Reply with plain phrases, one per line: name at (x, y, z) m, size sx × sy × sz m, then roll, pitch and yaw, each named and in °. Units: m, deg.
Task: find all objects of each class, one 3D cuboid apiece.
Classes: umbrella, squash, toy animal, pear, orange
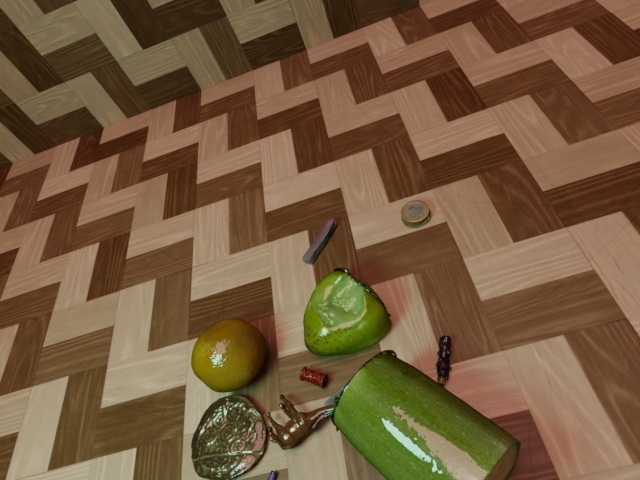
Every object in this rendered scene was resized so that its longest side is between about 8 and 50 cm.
umbrella at (0.351, 0.341, 1.295) m, size 0.040 × 0.037 × 0.144 m, roll -16°, pitch 45°, yaw 39°
squash at (0.237, 0.466, 1.100) m, size 0.384 × 0.263 × 0.263 m, roll 31°, pitch 70°, yaw 38°
toy animal at (-0.034, 0.501, 1.301) m, size 0.230 × 0.066 × 0.224 m, roll 13°, pitch 60°, yaw 41°
pear at (0.046, 0.236, 1.426) m, size 0.293 × 0.159 × 0.292 m, roll -12°, pitch 53°, yaw 16°
orange at (-0.285, 0.358, 1.426) m, size 0.236 × 0.236 × 0.236 m, roll -11°, pitch 51°, yaw 14°

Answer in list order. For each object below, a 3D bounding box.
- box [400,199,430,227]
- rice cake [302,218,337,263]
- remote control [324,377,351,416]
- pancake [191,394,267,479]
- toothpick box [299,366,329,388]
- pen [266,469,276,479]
box at (0.342, -0.095, 1.639) m, size 0.106 × 0.037 × 0.105 m, roll -12°, pitch 50°, yaw 14°
rice cake at (0.000, 0.000, 1.705) m, size 0.047 × 0.036 × 0.206 m, roll 16°, pitch 63°, yaw 36°
remote control at (0.108, 0.424, 1.325) m, size 0.229 × 0.044 × 0.073 m, roll -39°, pitch 52°, yaw -9°
pancake at (-0.277, 0.584, 1.357) m, size 0.250 × 0.031 × 0.250 m, roll -12°, pitch 52°, yaw 16°
toothpick box at (-0.021, 0.415, 1.382) m, size 0.083 × 0.047 × 0.047 m, roll 10°, pitch 59°, yaw 28°
pen at (-0.170, 0.722, 1.219) m, size 0.025 × 0.025 × 0.204 m, roll 10°, pitch 58°, yaw 28°
